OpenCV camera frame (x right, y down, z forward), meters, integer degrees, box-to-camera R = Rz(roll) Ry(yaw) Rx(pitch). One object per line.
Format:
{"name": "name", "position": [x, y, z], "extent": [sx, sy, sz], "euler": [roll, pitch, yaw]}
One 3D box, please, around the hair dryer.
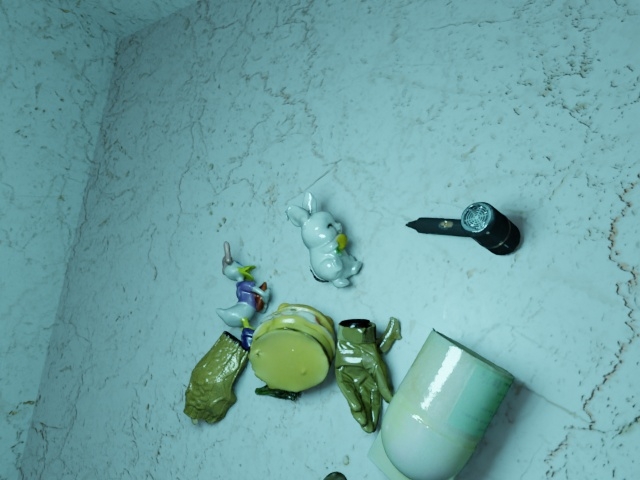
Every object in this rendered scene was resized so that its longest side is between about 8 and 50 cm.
{"name": "hair dryer", "position": [0.387, -0.043, 1.301], "extent": [0.352, 0.189, 0.106], "euler": [6, 75, 47]}

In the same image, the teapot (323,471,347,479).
{"name": "teapot", "position": [0.032, 0.742, 1.304], "extent": [0.121, 0.068, 0.076], "euler": [-28, 62, 21]}

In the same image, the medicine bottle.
{"name": "medicine bottle", "position": [0.298, 0.465, 1.132], "extent": [0.236, 0.236, 0.405], "euler": [30, 91, 35]}

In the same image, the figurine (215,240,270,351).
{"name": "figurine", "position": [-0.289, 0.211, 1.599], "extent": [0.154, 0.194, 0.420], "euler": [114, 150, -54]}

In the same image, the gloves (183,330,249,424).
{"name": "gloves", "position": [-0.390, 0.507, 1.590], "extent": [0.203, 0.155, 0.356], "euler": [22, 90, 39]}

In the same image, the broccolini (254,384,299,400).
{"name": "broccolini", "position": [-0.155, 0.519, 1.497], "extent": [0.203, 0.068, 0.091], "euler": [-22, 83, 25]}

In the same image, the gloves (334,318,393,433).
{"name": "gloves", "position": [0.125, 0.402, 1.303], "extent": [0.141, 0.154, 0.330], "euler": [-19, 76, 62]}

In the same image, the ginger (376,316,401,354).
{"name": "ginger", "position": [0.208, 0.307, 1.360], "extent": [0.137, 0.044, 0.057], "euler": [-56, 37, 2]}

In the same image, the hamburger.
{"name": "hamburger", "position": [-0.081, 0.325, 1.411], "extent": [0.277, 0.276, 0.236], "euler": [-28, 18, 21]}

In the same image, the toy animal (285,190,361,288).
{"name": "toy animal", "position": [0.005, 0.000, 1.475], "extent": [0.154, 0.208, 0.325], "euler": [-35, 99, 35]}
